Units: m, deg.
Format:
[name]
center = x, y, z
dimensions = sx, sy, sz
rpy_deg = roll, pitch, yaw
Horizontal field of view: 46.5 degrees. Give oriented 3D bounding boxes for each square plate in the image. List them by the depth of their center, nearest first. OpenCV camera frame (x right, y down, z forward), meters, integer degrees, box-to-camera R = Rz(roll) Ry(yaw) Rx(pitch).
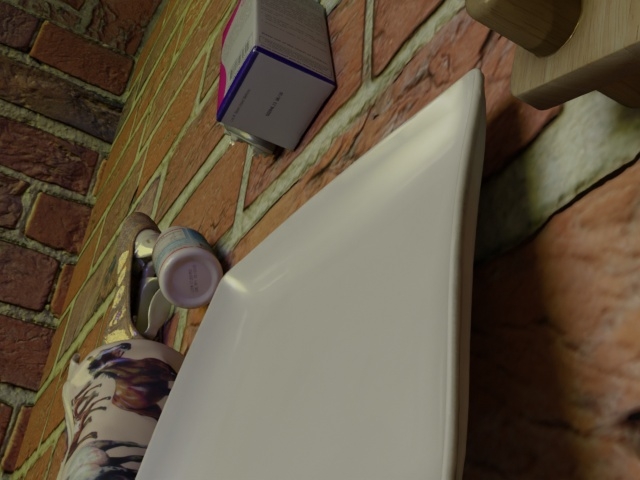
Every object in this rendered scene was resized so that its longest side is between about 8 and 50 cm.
[square plate]
center = -0.012, 0.081, 0.518
dimensions = 0.344, 0.049, 0.347
rpy_deg = -38, 24, 39

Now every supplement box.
[supplement box]
center = -0.061, -0.237, 0.966
dimensions = 0.111, 0.114, 0.220
rpy_deg = -53, 29, 35

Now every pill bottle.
[pill bottle]
center = -0.194, 0.031, 1.062
dimensions = 0.087, 0.087, 0.160
rpy_deg = -65, 22, 8

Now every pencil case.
[pencil case]
center = -0.201, 0.281, 0.738
dimensions = 0.159, 0.184, 0.410
rpy_deg = -57, 25, 28

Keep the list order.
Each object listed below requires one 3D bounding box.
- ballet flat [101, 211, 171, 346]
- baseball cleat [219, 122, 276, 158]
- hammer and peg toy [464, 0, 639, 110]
[ballet flat]
center = -0.285, 0.068, 1.249
dimensions = 0.106, 0.108, 0.315
rpy_deg = -27, 48, 30
[baseball cleat]
center = -0.093, -0.184, 1.046
dimensions = 0.109, 0.072, 0.206
rpy_deg = -58, 28, 7
[hammer and peg toy]
center = 0.212, -0.259, 0.351
dimensions = 0.266, 0.128, 0.361
rpy_deg = -15, 57, 63
